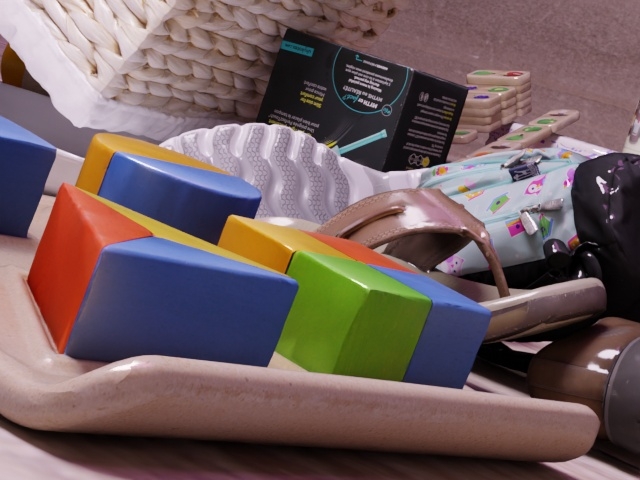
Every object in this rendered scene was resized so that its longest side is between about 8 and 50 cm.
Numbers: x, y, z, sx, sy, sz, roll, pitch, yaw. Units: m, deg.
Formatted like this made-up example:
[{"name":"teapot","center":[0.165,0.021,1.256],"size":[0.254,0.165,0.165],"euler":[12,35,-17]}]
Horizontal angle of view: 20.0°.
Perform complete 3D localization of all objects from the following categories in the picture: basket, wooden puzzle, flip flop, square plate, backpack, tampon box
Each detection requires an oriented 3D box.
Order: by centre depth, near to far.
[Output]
[{"name":"wooden puzzle","center":[-0.086,0.006,0.813],"size":[0.347,0.081,0.322],"euler":[22,7,41]},{"name":"flip flop","center":[0.037,0.006,1.000],"size":[0.112,0.080,0.277],"euler":[-7,14,-35]},{"name":"backpack","center":[0.133,0.009,1.082],"size":[0.182,0.115,0.152],"euler":[-9,-33,40]},{"name":"square plate","center":[-0.249,-0.086,1.366],"size":[0.347,0.049,0.344],"euler":[19,6,17]},{"name":"tampon box","center":[0.020,-0.063,1.382],"size":[0.120,0.161,0.101],"euler":[22,7,29]},{"name":"basket","center":[-0.110,-0.273,1.434],"size":[0.328,0.266,0.331],"euler":[52,19,19]}]

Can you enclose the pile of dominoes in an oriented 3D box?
[{"name":"pile of dominoes","center":[0.099,-0.107,1.627],"size":[0.196,0.040,0.251],"euler":[6,20,33]}]

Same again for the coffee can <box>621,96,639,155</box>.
[{"name":"coffee can","center":[0.285,-0.018,1.174],"size":[0.201,0.275,0.201],"euler":[17,6,-2]}]

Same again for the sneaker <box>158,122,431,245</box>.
[{"name":"sneaker","center":[0.000,0.000,1.222],"size":[0.281,0.105,0.115],"euler":[10,-26,-25]}]

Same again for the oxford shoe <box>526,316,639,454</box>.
[{"name":"oxford shoe","center":[0.186,0.074,0.993],"size":[0.096,0.083,0.227],"euler":[11,-2,36]}]

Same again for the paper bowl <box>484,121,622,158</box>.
[{"name":"paper bowl","center":[0.280,-0.011,1.742],"size":[0.284,0.148,0.284],"euler":[17,6,-2]}]

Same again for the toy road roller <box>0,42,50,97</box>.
[{"name":"toy road roller","center":[-0.132,-0.166,1.761],"size":[0.202,0.329,0.241],"euler":[20,-35,22]}]
